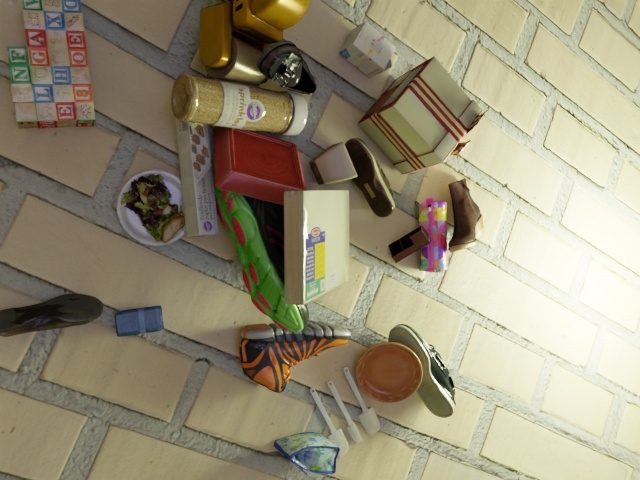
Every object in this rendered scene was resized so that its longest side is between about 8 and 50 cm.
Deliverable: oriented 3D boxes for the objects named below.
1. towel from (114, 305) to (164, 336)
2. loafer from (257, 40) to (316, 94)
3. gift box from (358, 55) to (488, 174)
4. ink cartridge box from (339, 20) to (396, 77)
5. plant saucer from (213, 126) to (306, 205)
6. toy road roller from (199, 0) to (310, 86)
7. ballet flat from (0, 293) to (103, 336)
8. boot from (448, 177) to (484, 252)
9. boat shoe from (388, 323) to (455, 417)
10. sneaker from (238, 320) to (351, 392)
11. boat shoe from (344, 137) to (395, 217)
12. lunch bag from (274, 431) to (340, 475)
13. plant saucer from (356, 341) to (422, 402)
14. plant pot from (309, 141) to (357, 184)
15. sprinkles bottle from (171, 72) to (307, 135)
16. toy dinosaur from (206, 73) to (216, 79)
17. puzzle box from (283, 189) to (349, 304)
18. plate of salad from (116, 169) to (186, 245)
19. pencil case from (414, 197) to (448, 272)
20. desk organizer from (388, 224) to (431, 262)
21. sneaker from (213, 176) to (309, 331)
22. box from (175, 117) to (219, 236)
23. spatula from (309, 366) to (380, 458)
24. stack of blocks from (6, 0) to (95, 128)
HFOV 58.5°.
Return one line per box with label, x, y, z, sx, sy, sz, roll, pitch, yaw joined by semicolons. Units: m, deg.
towel;-0.466;0.207;1.470;0.119;0.029;0.067;-6;92;-25
loafer;-0.073;-0.450;1.518;0.109;0.302;0.095;-44;87;15
gift box;0.321;-0.371;1.718;0.258;0.255;0.276;45;76;-15
ink cartridge box;0.149;-0.570;1.728;0.143;0.092;0.090;32;76;-22
plant saucer;-0.153;-0.208;1.520;0.258;0.048;0.259;13;42;-24
toy road roller;-0.162;-0.571;1.471;0.202;0.240;0.330;1;93;-58
ballet flat;-0.655;0.185;1.374;0.249;0.058;0.084;-10;58;-30
boot;0.441;-0.082;1.830;0.248;0.090;0.207;-27;97;-53
boat shoe;0.331;0.388;1.796;0.340;0.127;0.113;55;40;-7
sneaker;-0.072;0.326;1.615;0.321;0.124;0.180;0;94;-14
boat shoe;0.151;-0.197;1.738;0.257;0.095;0.095;64;31;-14
lunch bag;-0.042;0.597;1.608;0.151;0.129;0.096;16;83;-25
plant saucer;0.207;0.396;1.734;0.200;0.037;0.200;1;104;3
plant pot;0.030;-0.215;1.667;0.096;0.109;0.109;-26;100;-11
sprinkles bottle;-0.205;-0.351;1.502;0.355;0.121;0.121;-1;90;-39
toy dinosaur;-0.301;-0.443;1.549;0.090;0.047;0.082;-17;76;-12
puzzle box;0.000;0.000;1.513;0.052;0.409;0.272;2;95;18
plate of salad;-0.424;-0.085;1.483;0.199;0.048;0.200;0;90;-24
pencil case;0.356;-0.016;1.814;0.104;0.104;0.236;-4;91;-25
desk organizer;0.273;0.011;1.764;0.130;0.047;0.050;-33;102;22
sneaker;-0.122;0.009;1.524;0.202;0.185;0.483;-19;87;-30
box;-0.326;-0.171;1.505;0.063;0.067;0.324;-5;89;-46
spatula;0.074;0.513;1.726;0.168;0.019;0.242;-28;100;-17
stack of blocks;-0.646;-0.424;1.360;0.171;0.087;0.297;-7;92;-24
